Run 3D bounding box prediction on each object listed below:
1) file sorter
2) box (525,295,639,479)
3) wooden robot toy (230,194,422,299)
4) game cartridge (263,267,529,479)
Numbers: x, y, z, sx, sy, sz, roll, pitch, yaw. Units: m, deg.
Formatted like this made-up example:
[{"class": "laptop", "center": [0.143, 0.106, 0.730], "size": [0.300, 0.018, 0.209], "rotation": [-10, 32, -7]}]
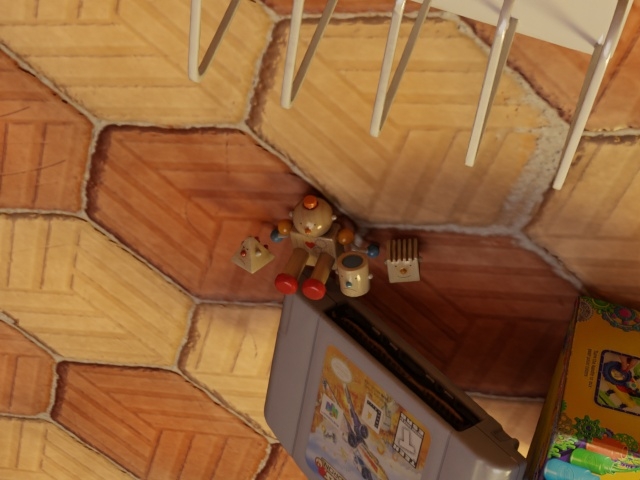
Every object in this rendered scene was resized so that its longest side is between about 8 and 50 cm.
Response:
[{"class": "file sorter", "center": [0.068, -0.173, 1.149], "size": [0.277, 0.173, 0.193], "rotation": [17, 146, 5]}, {"class": "box", "center": [0.317, 0.237, 1.521], "size": [0.279, 0.177, 0.290], "rotation": [14, 131, 5]}, {"class": "wooden robot toy", "center": [0.000, 0.000, 1.520], "size": [0.173, 0.076, 0.079], "rotation": [8, 133, 17]}, {"class": "game cartridge", "center": [0.058, 0.182, 1.588], "size": [0.297, 0.062, 0.198], "rotation": [40, 132, 33]}]
